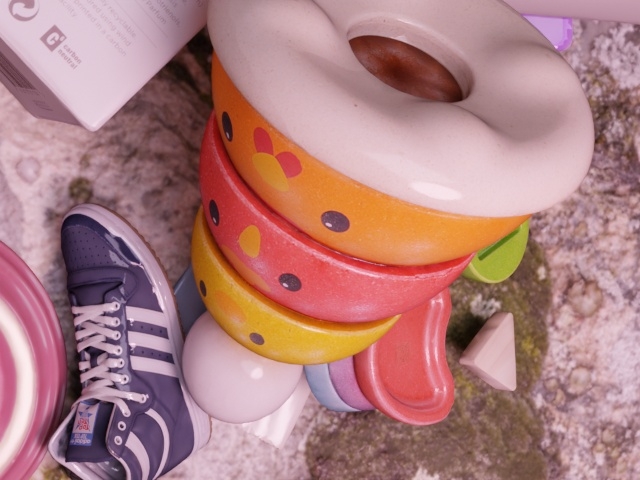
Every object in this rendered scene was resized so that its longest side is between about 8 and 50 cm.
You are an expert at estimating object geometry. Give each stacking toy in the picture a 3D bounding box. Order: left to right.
[{"bbox_3d":[0.000,0.000,1.603,0.351,0.350,0.480,10,128,-22],"label":"stacking toy"},{"bbox_3d":[0.085,0.033,1.846,0.279,0.130,0.309,7,85,-50],"label":"stacking toy"}]

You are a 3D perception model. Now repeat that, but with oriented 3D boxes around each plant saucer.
[{"bbox_3d":[-0.398,0.136,1.675,0.332,0.084,0.332,-3,98,-20],"label":"plant saucer"}]

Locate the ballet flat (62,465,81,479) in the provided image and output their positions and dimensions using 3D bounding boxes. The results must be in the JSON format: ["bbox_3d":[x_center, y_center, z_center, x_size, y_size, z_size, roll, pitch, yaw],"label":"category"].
[{"bbox_3d":[-0.189,0.259,1.787,0.173,0.049,0.057,36,84,-21],"label":"ballet flat"}]

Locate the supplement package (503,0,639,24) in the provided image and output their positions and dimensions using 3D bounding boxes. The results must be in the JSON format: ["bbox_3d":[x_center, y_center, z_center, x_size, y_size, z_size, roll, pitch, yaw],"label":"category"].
[{"bbox_3d":[0.259,-0.332,1.808,0.293,0.175,0.177,3,80,-21],"label":"supplement package"}]

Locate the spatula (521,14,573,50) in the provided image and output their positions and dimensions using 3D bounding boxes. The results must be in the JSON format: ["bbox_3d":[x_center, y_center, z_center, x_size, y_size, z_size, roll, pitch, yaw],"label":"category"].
[{"bbox_3d":[0.127,-0.240,1.861,0.296,0.030,0.084,-3,96,-20],"label":"spatula"}]

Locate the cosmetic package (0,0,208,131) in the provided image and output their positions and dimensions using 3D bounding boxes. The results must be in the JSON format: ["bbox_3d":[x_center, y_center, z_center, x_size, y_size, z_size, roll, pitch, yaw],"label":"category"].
[{"bbox_3d":[-0.130,-0.315,1.648,0.453,0.230,0.161,-46,110,-10],"label":"cosmetic package"}]

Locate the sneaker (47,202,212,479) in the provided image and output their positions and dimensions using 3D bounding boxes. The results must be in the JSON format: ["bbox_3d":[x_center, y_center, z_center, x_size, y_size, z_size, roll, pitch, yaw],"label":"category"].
[{"bbox_3d":[-0.208,0.115,1.707,0.153,0.099,0.282,-39,114,-47],"label":"sneaker"}]

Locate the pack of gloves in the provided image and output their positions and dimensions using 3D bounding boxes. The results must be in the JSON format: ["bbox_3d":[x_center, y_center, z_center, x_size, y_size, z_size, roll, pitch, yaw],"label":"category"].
[{"bbox_3d":[-0.054,0.076,1.821,0.195,0.046,0.232,32,84,-21],"label":"pack of gloves"}]
